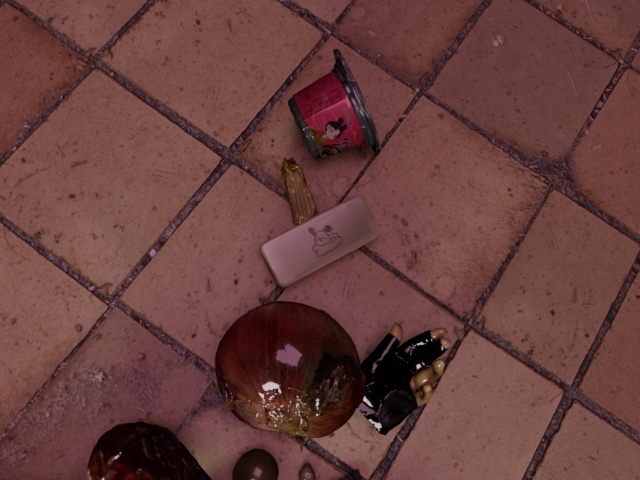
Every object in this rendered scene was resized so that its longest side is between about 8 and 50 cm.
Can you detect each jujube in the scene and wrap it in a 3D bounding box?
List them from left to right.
[{"bbox_3d":[-0.350,0.522,1.193,0.342,0.216,0.216,8,71,37],"label":"jujube"}]

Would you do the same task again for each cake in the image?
[{"bbox_3d":[-0.055,-0.142,1.497,0.079,0.116,0.185,-8,72,-10],"label":"cake"}]

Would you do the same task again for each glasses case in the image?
[{"bbox_3d":[0.000,0.000,1.473,0.312,0.070,0.131,-27,93,-12],"label":"glasses case"}]

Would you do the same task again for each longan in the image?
[{"bbox_3d":[-0.153,0.552,1.317,0.113,0.092,0.113,1,77,-5],"label":"longan"}]

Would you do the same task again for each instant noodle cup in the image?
[{"bbox_3d":[0.024,-0.333,1.496,0.181,0.258,0.303,-25,108,3],"label":"instant noodle cup"}]

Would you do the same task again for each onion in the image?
[{"bbox_3d":[-0.071,0.307,1.276,0.353,0.354,0.354,1,76,-6],"label":"onion"}]

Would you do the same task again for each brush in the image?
[{"bbox_3d":[-0.020,0.689,1.331,0.039,0.042,0.299,-2,80,-25],"label":"brush"}]

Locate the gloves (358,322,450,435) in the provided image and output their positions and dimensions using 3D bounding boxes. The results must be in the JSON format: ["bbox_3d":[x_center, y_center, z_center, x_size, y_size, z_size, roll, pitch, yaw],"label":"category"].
[{"bbox_3d":[0.199,0.323,1.379,0.301,0.152,0.197,-41,89,11],"label":"gloves"}]

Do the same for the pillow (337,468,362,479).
[{"bbox_3d":[0.027,0.638,1.319,0.203,0.038,0.113,-18,86,-28],"label":"pillow"}]
